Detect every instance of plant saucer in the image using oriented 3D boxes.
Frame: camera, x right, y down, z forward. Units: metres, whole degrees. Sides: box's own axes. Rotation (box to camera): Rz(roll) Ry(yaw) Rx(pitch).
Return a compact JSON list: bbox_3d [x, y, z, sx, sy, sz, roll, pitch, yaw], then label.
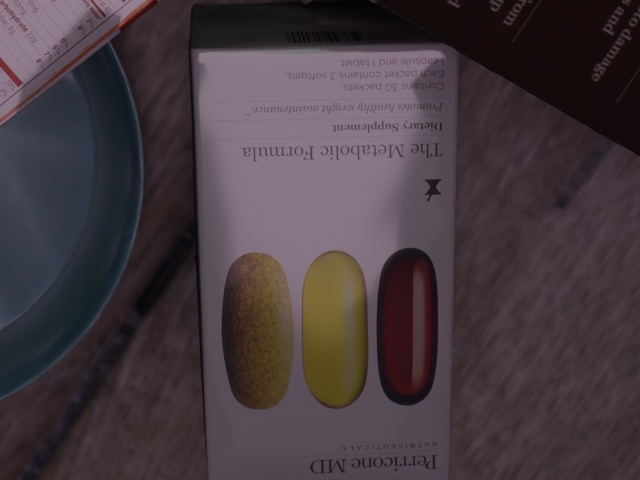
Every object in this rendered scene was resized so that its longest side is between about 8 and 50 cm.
[{"bbox_3d":[-0.257,-0.045,0.856,0.317,0.044,0.318,-1,108,-4],"label":"plant saucer"}]

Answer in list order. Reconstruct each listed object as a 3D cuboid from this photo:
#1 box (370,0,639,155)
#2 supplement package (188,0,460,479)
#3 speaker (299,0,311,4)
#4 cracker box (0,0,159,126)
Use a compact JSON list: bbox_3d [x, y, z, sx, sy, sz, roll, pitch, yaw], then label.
[{"bbox_3d":[0.201,-0.135,0.768,0.381,0.143,0.191,26,106,-26],"label":"box"},{"bbox_3d":[0.000,0.000,0.842,0.139,0.134,0.244,-2,108,-3],"label":"supplement package"},{"bbox_3d":[-0.044,-0.187,0.820,0.136,0.055,0.055,36,102,-15],"label":"speaker"},{"bbox_3d":[-0.176,-0.089,0.744,0.232,0.156,0.067,-37,107,7],"label":"cracker box"}]
